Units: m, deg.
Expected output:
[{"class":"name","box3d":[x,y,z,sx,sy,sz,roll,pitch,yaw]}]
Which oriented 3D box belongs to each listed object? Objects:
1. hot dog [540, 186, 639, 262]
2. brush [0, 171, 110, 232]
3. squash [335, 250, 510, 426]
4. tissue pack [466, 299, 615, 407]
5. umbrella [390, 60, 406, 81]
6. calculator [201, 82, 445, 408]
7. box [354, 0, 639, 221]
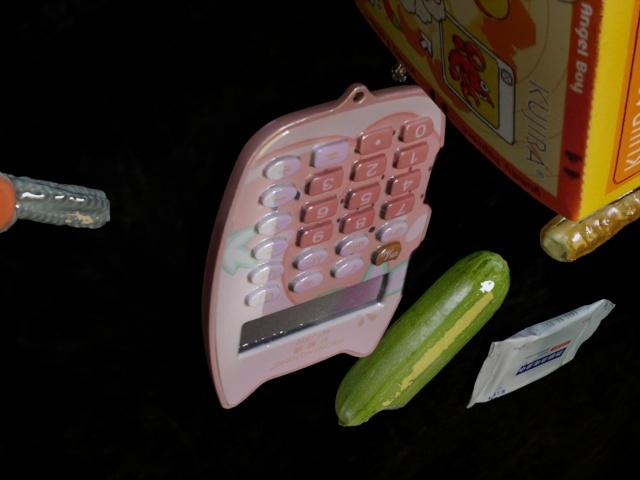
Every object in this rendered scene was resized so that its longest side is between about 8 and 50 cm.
[{"class":"hot dog","box3d":[0.352,-0.075,1.164,0.289,0.068,0.083,-39,154,-1]},{"class":"brush","box3d":[-0.263,-0.032,0.643,0.323,0.051,0.070,6,120,-44]},{"class":"squash","box3d":[0.102,0.104,1.136,0.239,0.069,0.069,-46,146,10]},{"class":"tissue pack","box3d":[0.268,0.135,1.372,0.193,0.026,0.123,-17,142,-29]},{"class":"umbrella","box3d":[0.081,-0.155,0.849,0.083,0.020,0.031,-46,146,21]},{"class":"calculator","box3d":[0.000,0.000,0.934,0.220,0.048,0.330,-16,141,-29]},{"class":"box","box3d":[0.145,-0.211,0.621,0.213,0.259,0.284,-30,146,-14]}]
